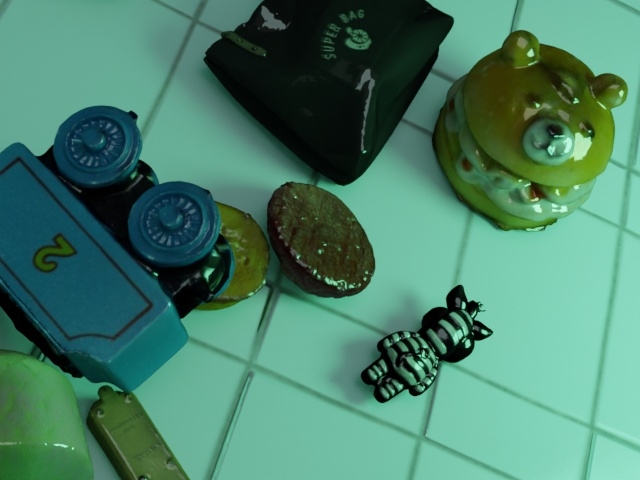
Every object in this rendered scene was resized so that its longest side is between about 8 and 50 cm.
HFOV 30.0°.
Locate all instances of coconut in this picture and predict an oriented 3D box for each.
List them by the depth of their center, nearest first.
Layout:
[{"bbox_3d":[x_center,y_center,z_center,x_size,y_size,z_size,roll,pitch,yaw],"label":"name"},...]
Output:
[{"bbox_3d":[-0.349,0.232,1.267,0.236,0.204,0.236,26,36,-21],"label":"coconut"}]

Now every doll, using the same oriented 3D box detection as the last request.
[{"bbox_3d":[0.145,0.146,1.630,0.219,0.067,0.091,-33,81,-29],"label":"doll"}]

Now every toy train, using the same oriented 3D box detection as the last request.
[{"bbox_3d":[-0.258,0.013,1.411,0.265,0.188,0.300,-41,72,-13],"label":"toy train"}]

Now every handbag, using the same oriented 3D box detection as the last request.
[{"bbox_3d":[0.011,-0.280,1.766,0.288,0.152,0.342,30,62,5],"label":"handbag"}]

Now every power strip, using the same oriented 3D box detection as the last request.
[{"bbox_3d":[-0.180,0.303,1.403,0.064,0.044,0.305,-27,73,-34],"label":"power strip"}]

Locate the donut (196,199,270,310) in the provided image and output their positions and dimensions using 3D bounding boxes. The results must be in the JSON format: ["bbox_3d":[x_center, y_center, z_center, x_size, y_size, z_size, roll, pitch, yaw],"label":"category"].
[{"bbox_3d":[-0.157,0.020,1.569,0.178,0.065,0.162,23,51,-9],"label":"donut"}]

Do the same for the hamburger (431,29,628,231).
[{"bbox_3d":[0.323,-0.174,1.798,0.276,0.237,0.276,10,57,-16],"label":"hamburger"}]

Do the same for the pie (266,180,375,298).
[{"bbox_3d":[0.000,0.000,1.631,0.182,0.049,0.182,27,43,-29],"label":"pie"}]
